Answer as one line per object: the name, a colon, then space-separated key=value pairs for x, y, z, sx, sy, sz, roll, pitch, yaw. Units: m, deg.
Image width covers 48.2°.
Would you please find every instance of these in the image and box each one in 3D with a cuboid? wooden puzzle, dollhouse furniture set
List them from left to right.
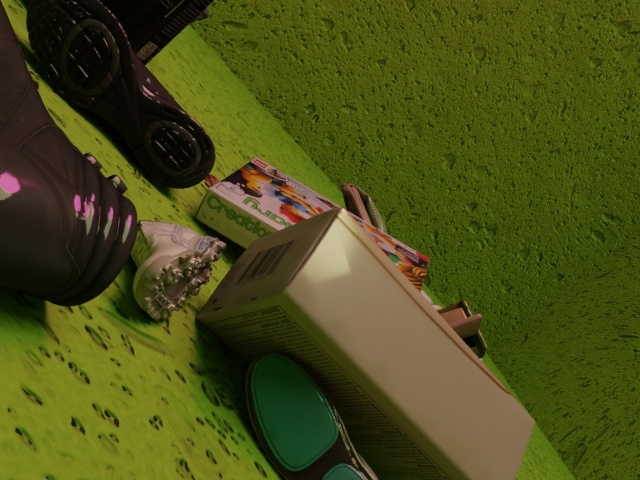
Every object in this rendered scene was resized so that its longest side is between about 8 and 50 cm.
wooden puzzle: x=-0.164 y=-0.086 z=1.141 sx=0.049 sy=0.006 sz=0.083 roll=51 pitch=8 yaw=8
dollhouse furniture set: x=0.155 y=0.050 z=1.194 sx=0.198 sy=0.151 sz=0.302 roll=81 pitch=-10 yaw=-59

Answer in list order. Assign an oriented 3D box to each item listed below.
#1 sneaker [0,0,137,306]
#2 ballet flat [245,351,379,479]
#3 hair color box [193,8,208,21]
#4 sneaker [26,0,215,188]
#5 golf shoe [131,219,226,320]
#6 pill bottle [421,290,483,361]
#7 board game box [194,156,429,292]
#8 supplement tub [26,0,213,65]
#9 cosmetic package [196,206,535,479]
sneaker: x=-0.216 y=-0.070 z=0.495 sx=0.147 sy=0.104 sz=0.296 roll=42 pitch=17 yaw=-51
ballet flat: x=0.002 y=0.194 z=0.615 sx=0.213 sy=0.072 sz=0.068 roll=53 pitch=-19 yaw=16
hair color box: x=-0.324 y=-0.472 z=1.298 sx=0.347 sy=0.173 sz=0.105 roll=-77 pitch=153 yaw=-85
sneaker: x=-0.250 y=-0.186 z=0.884 sx=0.286 sy=0.109 sz=0.130 roll=54 pitch=-4 yaw=-22
golf shoe: x=-0.147 y=0.019 z=0.637 sx=0.086 sy=0.069 sz=0.176 roll=29 pitch=6 yaw=0
pill bottle: x=0.250 y=0.219 z=1.579 sx=0.208 sy=0.119 sz=0.119 roll=53 pitch=9 yaw=28
board game box: x=0.000 y=0.000 z=0.985 sx=0.305 sy=0.053 sz=0.193 roll=30 pitch=23 yaw=2
supplement tub: x=-0.242 y=-0.409 z=1.026 sx=0.207 sy=0.338 sz=0.207 roll=49 pitch=8 yaw=-9
cosmetic package: x=0.048 y=0.127 z=0.700 sx=0.309 sy=0.113 sz=0.160 roll=47 pitch=-35 yaw=-20
